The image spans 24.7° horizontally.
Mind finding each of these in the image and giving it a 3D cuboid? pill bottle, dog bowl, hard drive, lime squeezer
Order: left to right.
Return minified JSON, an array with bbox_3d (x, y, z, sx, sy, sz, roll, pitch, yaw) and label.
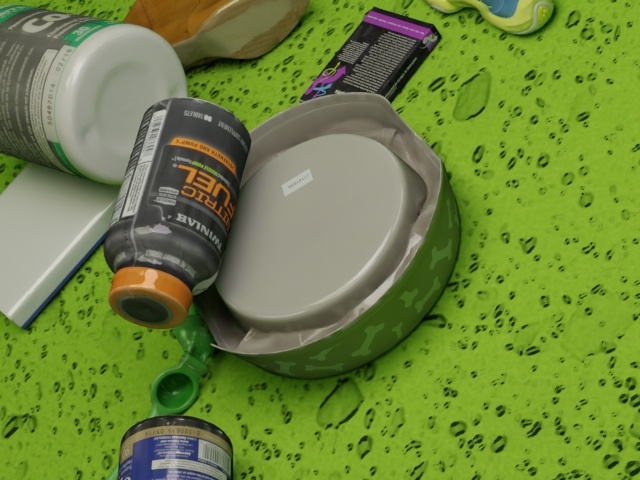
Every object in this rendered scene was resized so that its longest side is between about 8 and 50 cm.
[{"bbox_3d":[-0.361,-0.202,1.928,0.361,0.204,0.204,16,67,41],"label":"pill bottle"},{"bbox_3d":[-0.349,-0.049,1.977,0.318,0.040,0.210,-49,44,-8],"label":"hard drive"},{"bbox_3d":[-0.178,0.147,1.689,0.110,0.059,0.310,-4,55,33],"label":"lime squeezer"},{"bbox_3d":[-0.152,0.300,1.500,0.123,0.123,0.219,-20,47,22],"label":"pill bottle"},{"bbox_3d":[-0.162,-0.026,1.616,0.130,0.130,0.245,-9,53,30],"label":"pill bottle"},{"bbox_3d":[0.000,0.000,1.646,0.349,0.102,0.348,-19,48,22],"label":"dog bowl"}]

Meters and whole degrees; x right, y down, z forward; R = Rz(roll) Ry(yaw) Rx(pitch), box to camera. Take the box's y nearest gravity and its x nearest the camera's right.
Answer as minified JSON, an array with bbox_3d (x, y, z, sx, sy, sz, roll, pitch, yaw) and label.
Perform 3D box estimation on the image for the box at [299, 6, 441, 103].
[{"bbox_3d":[0.061,-0.214,1.827,0.116,0.029,0.162,27,74,46],"label":"box"}]

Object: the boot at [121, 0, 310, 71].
[{"bbox_3d":[-0.160,-0.318,2.013,0.295,0.104,0.211,-35,44,13],"label":"boot"}]

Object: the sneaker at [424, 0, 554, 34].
[{"bbox_3d":[0.177,-0.334,1.768,0.240,0.126,0.091,28,75,45],"label":"sneaker"}]
